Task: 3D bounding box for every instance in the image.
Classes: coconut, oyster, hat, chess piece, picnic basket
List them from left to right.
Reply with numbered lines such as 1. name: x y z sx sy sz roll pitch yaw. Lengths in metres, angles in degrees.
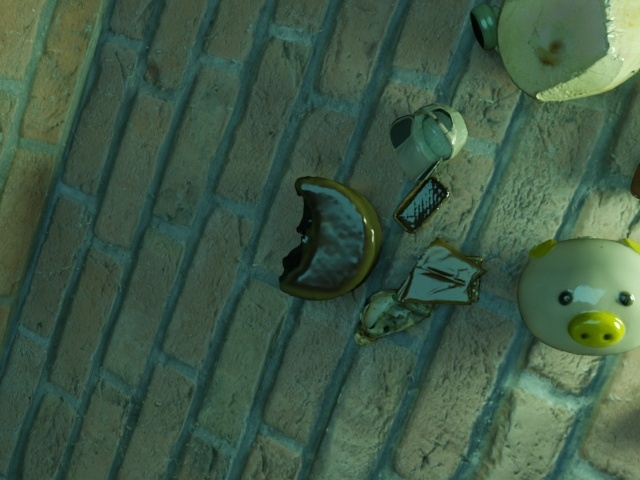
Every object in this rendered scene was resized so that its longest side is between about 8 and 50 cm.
1. oyster: 0.245 0.240 1.975 0.294 0.094 0.166 -10 80 4
2. picnic basket: 0.329 -0.116 1.962 0.110 0.055 0.193 46 105 18
3. hat: 0.345 -0.305 1.918 0.275 0.161 0.232 -51 55 37
4. chess piece: 0.606 -0.698 1.844 0.272 0.139 0.139 -23 80 8
5. coconut: 0.718 -0.584 1.670 0.405 0.404 0.404 -1 88 22

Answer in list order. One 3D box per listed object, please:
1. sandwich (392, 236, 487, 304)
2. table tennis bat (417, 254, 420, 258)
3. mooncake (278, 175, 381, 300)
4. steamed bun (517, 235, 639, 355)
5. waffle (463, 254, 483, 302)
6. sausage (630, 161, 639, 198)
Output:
1. sandwich: 0.372 0.143 1.871 0.212 0.063 0.245 37 95 17
2. table tennis bat: 0.352 0.074 1.972 0.083 0.007 0.050 33 101 18
3. mooncake: 0.000 0.000 1.986 0.394 0.246 0.393 -36 84 17
4. steamed bun: 0.736 0.153 1.658 0.374 0.334 0.333 -2 88 17
5. waffle: 0.456 0.118 1.910 0.102 0.042 0.148 6 91 20
6. sausage: 0.967 -0.245 1.675 0.121 0.121 0.304 24 96 21
